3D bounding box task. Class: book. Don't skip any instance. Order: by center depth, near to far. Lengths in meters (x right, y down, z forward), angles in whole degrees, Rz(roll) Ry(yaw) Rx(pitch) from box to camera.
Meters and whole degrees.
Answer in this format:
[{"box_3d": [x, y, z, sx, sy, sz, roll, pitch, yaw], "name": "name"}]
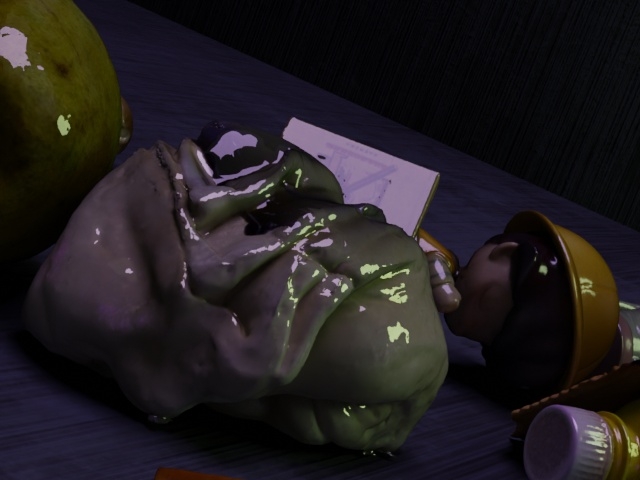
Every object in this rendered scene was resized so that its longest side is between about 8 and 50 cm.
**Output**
[{"box_3d": [0.000, 0.000, 1.458, 0.161, 0.231, 0.026, 21, -31, 5], "name": "book"}]

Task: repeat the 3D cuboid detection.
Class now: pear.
[{"box_3d": [-0.280, -0.098, 1.271, 0.253, 0.253, 0.307, 18, 11, -14], "name": "pear"}]

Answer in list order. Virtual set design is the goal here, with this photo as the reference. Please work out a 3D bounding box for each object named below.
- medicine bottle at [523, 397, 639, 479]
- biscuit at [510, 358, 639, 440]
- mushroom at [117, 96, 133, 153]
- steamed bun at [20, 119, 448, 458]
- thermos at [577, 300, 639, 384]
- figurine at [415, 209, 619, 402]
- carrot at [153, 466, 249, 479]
[{"box_3d": [0.266, 0.182, 1.249, 0.212, 0.122, 0.122, 15, 13, -27], "name": "medicine bottle"}, {"box_3d": [0.293, 0.152, 1.348, 0.232, 0.013, 0.237, 14, -27, -28], "name": "biscuit"}, {"box_3d": [-0.314, -0.142, 1.719, 0.128, 0.128, 0.350, 25, 8, 16], "name": "mushroom"}, {"box_3d": [-0.050, 0.027, 1.209, 0.320, 0.206, 0.275, 17, 10, -37], "name": "steamed bun"}, {"box_3d": [0.385, 0.122, 1.696, 0.265, 0.146, 0.176, 8, 23, -27], "name": "thermos"}, {"box_3d": [0.165, 0.050, 1.532, 0.257, 0.167, 0.192, 20, -23, 1], "name": "figurine"}, {"box_3d": [-0.008, 0.182, 0.879, 0.193, 0.087, 0.087, 17, 12, -9], "name": "carrot"}]
